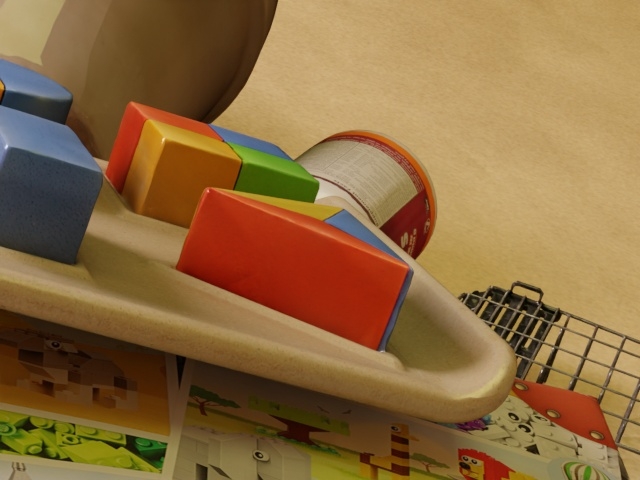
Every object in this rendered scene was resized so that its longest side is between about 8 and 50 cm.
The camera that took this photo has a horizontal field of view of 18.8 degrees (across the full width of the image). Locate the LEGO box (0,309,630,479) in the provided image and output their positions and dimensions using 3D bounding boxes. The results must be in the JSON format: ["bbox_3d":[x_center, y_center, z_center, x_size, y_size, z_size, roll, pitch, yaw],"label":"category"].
[{"bbox_3d":[-0.099,0.186,0.858,0.500,0.193,0.372,14,24,-12],"label":"LEGO box"}]

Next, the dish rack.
[{"bbox_3d":[0.204,0.123,1.378,0.272,0.074,0.208,21,22,10],"label":"dish rack"}]

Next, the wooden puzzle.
[{"bbox_3d":[-0.104,-0.022,0.975,0.348,0.080,0.322,11,13,-20],"label":"wooden puzzle"}]

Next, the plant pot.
[{"bbox_3d":[-0.212,-0.137,1.398,0.323,0.323,0.280,18,41,-2],"label":"plant pot"}]

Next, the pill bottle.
[{"bbox_3d":[0.000,0.000,1.425,0.121,0.121,0.221,24,24,12],"label":"pill bottle"}]
